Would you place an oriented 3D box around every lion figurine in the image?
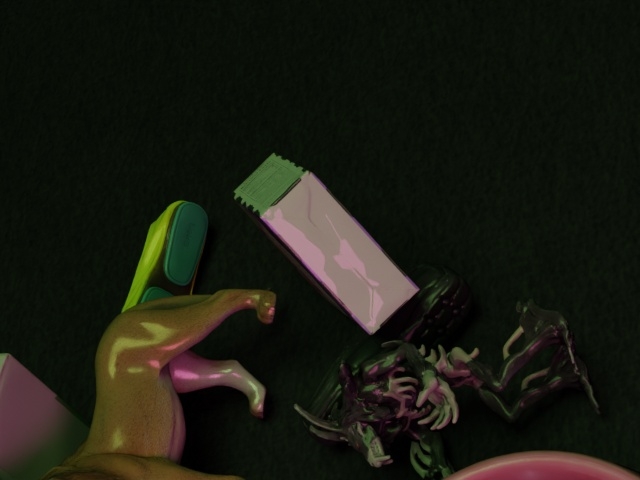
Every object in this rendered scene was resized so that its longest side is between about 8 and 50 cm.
[{"bbox_3d":[-0.181,0.186,1.792,0.240,0.142,0.392,7,48,2],"label":"lion figurine"}]

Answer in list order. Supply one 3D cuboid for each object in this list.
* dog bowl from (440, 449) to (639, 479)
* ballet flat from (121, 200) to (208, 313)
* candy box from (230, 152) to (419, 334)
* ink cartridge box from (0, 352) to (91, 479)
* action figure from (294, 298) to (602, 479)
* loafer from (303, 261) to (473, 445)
[{"bbox_3d":[0.191,0.359,1.515,0.408,0.150,0.408,-15,53,20],"label":"dog bowl"},{"bbox_3d":[-0.182,0.060,1.985,0.077,0.077,0.231,-20,45,43],"label":"ballet flat"},{"bbox_3d":[0.000,0.000,1.804,0.070,0.165,0.196,-44,14,-3],"label":"candy box"},{"bbox_3d":[-0.406,0.216,1.903,0.278,0.201,0.117,-3,57,27],"label":"ink cartridge box"},{"bbox_3d":[0.118,0.159,1.690,0.275,0.164,0.141,-21,46,8],"label":"action figure"},{"bbox_3d":[0.061,0.113,1.810,0.223,0.076,0.078,-48,37,-8],"label":"loafer"}]
